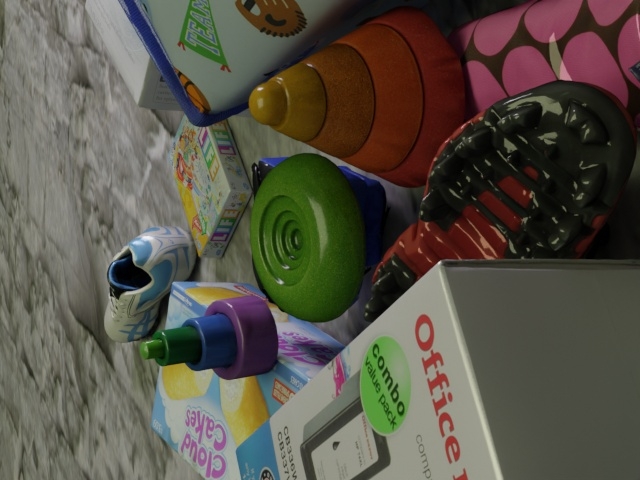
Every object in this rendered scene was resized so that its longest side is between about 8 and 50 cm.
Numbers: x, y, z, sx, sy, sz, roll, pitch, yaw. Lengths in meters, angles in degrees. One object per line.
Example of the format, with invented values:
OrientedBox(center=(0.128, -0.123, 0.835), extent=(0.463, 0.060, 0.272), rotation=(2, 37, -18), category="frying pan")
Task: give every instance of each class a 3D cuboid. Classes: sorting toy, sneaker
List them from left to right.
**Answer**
OrientedBox(center=(-0.218, 0.052, 1.439), extent=(0.237, 0.086, 0.085), rotation=(-49, 48, 52), category="sneaker")
OrientedBox(center=(-0.041, -0.012, 0.872), extent=(0.127, 0.126, 0.365), rotation=(61, 139, 28), category="sorting toy")
OrientedBox(center=(0.120, -0.018, 0.732), extent=(0.097, 0.135, 0.276), rotation=(48, 151, 13), category="sneaker")

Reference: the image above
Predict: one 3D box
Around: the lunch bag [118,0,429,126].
OrientedBox(center=(-0.058, -0.325, 0.872), extent=(0.328, 0.239, 0.385), rotation=(-31, 87, 55), category="lunch bag")

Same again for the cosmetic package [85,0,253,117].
OrientedBox(center=(-0.127, -0.276, 1.228), extent=(0.224, 0.138, 0.224), rotation=(56, 135, 47), category="cosmetic package")

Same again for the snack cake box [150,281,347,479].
OrientedBox(center=(-0.051, 0.146, 1.093), extent=(0.264, 0.089, 0.152), rotation=(27, 110, 55), category="snack cake box")

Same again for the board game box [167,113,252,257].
OrientedBox(center=(-0.120, -0.073, 1.320), extent=(0.103, 0.026, 0.154), rotation=(-61, 38, 40), category="board game box")

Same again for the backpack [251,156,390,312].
OrientedBox(center=(0.000, 0.000, 1.010), extent=(0.098, 0.101, 0.120), rotation=(-145, 57, -60), category="backpack")

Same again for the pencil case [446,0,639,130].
OrientedBox(center=(0.157, -0.103, 0.738), extent=(0.209, 0.095, 0.098), rotation=(-1, 112, 64), category="pencil case")

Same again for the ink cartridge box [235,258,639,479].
OrientedBox(center=(0.105, 0.156, 0.699), extent=(0.270, 0.197, 0.198), rotation=(-49, 47, 50), category="ink cartridge box")
